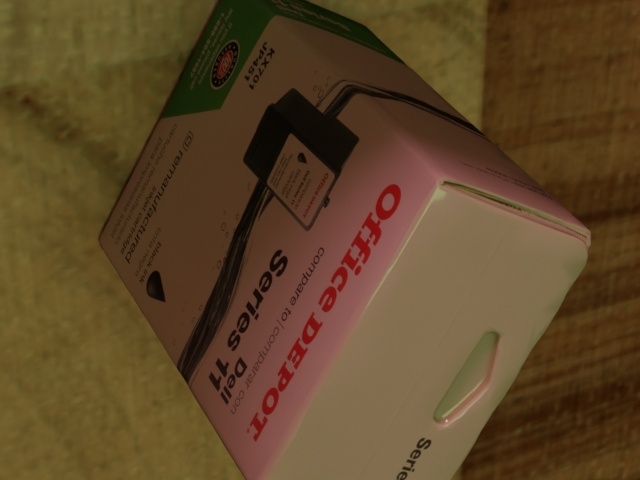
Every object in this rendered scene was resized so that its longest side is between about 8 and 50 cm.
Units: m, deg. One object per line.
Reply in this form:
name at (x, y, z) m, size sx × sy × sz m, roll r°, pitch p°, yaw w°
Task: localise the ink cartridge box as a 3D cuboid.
ink cartridge box at (0.000, 0.000, 0.682) m, size 0.086 × 0.208 × 0.153 m, roll 18°, pitch 109°, yaw -35°
